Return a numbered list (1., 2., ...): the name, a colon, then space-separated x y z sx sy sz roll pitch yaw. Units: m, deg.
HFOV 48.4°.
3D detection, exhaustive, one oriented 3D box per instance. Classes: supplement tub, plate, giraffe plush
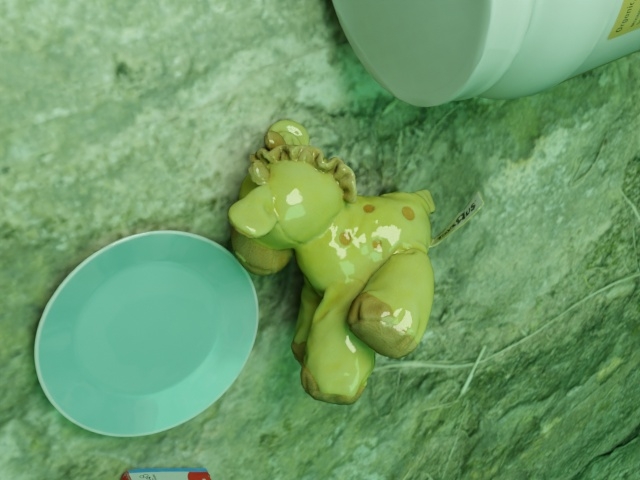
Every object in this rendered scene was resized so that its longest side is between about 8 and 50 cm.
1. supplement tub: 0.181 -0.239 0.532 0.316 0.228 0.228 -24 121 -22
2. plate: -0.141 0.077 0.595 0.188 0.024 0.188 -12 115 -27
3. giraffe plush: 0.000 0.000 0.579 0.170 0.181 0.210 32 103 -16

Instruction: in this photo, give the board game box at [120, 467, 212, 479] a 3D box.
1. board game box: -0.122 0.402 0.572 0.086 0.302 0.308 14 102 -35
